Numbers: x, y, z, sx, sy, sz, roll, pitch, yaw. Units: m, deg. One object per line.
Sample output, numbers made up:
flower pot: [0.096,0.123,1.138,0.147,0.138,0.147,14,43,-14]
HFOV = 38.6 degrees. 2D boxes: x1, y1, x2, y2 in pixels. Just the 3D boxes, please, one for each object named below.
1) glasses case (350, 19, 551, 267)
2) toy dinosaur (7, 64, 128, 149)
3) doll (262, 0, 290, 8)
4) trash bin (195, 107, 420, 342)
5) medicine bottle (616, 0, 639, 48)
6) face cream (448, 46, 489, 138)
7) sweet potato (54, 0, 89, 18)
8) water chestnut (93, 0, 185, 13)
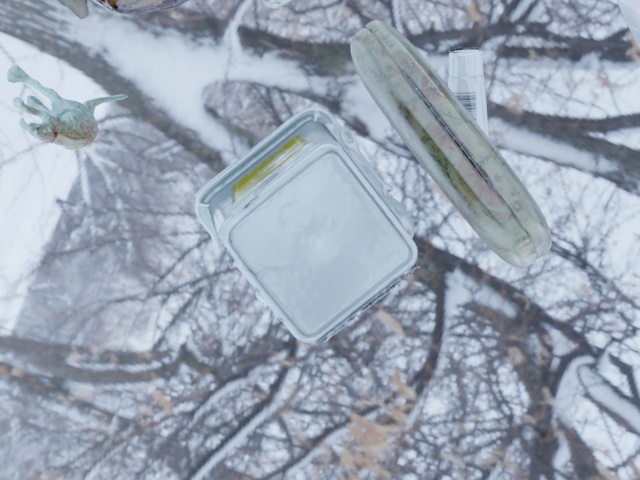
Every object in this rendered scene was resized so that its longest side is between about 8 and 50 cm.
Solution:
glasses case: [0.185,-0.142,1.328,0.098,0.425,0.156,-36,167,3]
toy dinosaur: [-0.488,-0.245,1.747,0.092,0.205,0.393,-61,166,15]
doll: [-0.133,-0.570,1.886,0.182,0.257,0.117,12,-102,66]
trash bin: [0.000,0.000,1.193,0.256,0.296,0.368,-37,-172,1]
medicine bottle: [0.618,-0.405,1.640,0.130,0.341,0.130,-12,-113,30]
face cream: [0.251,-0.204,1.557,0.058,0.092,0.244,-50,139,-65]
sweet potato: [-0.430,-0.421,1.360,0.077,0.244,0.077,-25,-145,19]
water chestnut: [-0.309,-0.529,1.595,0.289,0.244,0.289,-29,-172,4]
